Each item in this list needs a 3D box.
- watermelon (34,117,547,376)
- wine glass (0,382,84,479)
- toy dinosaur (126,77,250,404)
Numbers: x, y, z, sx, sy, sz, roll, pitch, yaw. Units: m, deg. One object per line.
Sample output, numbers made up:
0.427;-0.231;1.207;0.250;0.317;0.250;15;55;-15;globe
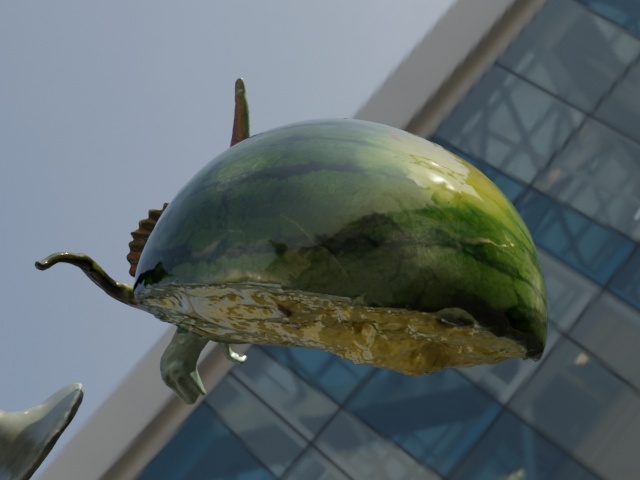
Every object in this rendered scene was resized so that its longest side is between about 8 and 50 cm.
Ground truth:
0.008;0.001;0.648;0.204;0.232;0.127;31;-114;-66;watermelon
-0.266;0.061;0.739;0.241;0.126;0.126;40;-95;-13;wine glass
-0.073;0.004;0.774;0.044;0.106;0.187;-53;-53;-74;toy dinosaur
